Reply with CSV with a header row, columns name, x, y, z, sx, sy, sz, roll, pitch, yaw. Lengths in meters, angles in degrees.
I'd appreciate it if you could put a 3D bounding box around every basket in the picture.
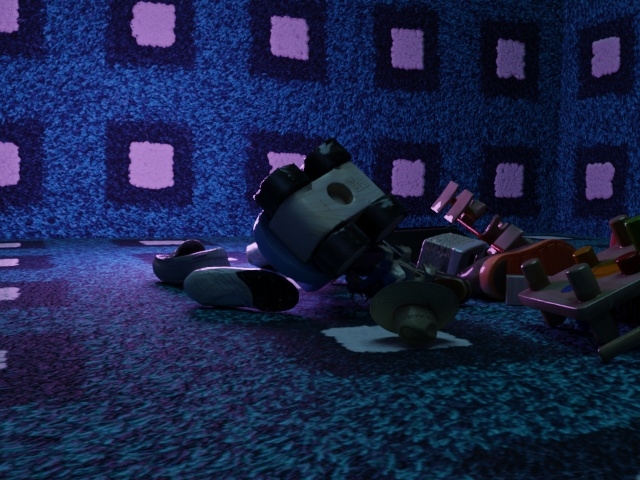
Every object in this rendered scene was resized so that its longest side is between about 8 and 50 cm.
name,x,y,z,sx,sy,sz,roll,pitch,yaw
basket,0.312,0.048,1.703,0.103,0.113,0.167,22,19,29

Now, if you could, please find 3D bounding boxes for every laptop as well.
name,x,y,z,sx,sy,sz,roll,pitch,yaw
laptop,0.275,0.088,2.013,0.382,0.236,0.408,-2,-23,-43

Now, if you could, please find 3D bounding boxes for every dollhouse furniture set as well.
name,x,y,z,sx,sy,sz,roll,pitch,yaw
dollhouse furniture set,0.434,-0.002,1.856,0.262,0.135,0.259,35,7,-30

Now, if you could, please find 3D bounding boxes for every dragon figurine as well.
name,x,y,z,sx,sy,sz,roll,pitch,yaw
dragon figurine,0.152,0.100,1.339,0.085,0.144,0.289,0,23,-33

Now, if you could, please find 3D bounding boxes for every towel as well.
name,x,y,z,sx,sy,sz,roll,pitch,yaw
towel,-0.039,0.011,2.195,0.320,0.090,0.374,-14,1,6

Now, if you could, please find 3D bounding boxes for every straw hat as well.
name,x,y,z,sx,sy,sz,roll,pitch,yaw
straw hat,0.146,0.128,1.092,0.144,0.144,0.061,1,45,-3

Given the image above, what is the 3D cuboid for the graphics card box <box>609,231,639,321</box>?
name,x,y,z,sx,sy,sz,roll,pitch,yaw
graphics card box,0.737,0.062,1.327,0.370,0.094,0.233,1,33,26

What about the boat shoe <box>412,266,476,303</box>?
name,x,y,z,sx,sy,sz,roll,pitch,yaw
boat shoe,0.230,0.098,1.521,0.207,0.073,0.073,12,8,34

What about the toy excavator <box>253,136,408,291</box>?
name,x,y,z,sx,sy,sz,roll,pitch,yaw
toy excavator,0.000,0.000,1.554,0.433,0.222,0.445,-34,-15,-44

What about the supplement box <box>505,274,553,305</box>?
name,x,y,z,sx,sy,sz,roll,pitch,yaw
supplement box,0.441,0.105,1.495,0.098,0.062,0.036,2,5,10

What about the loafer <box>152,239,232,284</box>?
name,x,y,z,sx,sy,sz,roll,pitch,yaw
loafer,-0.310,0.053,1.710,0.112,0.112,0.319,-3,5,-41

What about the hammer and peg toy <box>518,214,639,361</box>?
name,x,y,z,sx,sy,sz,roll,pitch,yaw
hammer and peg toy,0.481,0.057,1.117,0.265,0.127,0.361,-25,3,-4

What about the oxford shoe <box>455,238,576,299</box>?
name,x,y,z,sx,sy,sz,roll,pitch,yaw
oxford shoe,0.471,0.064,1.664,0.363,0.130,0.132,-2,-1,-36

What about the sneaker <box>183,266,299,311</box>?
name,x,y,z,sx,sy,sz,roll,pitch,yaw
sneaker,-0.151,0.095,1.398,0.237,0.085,0.086,5,-2,16
